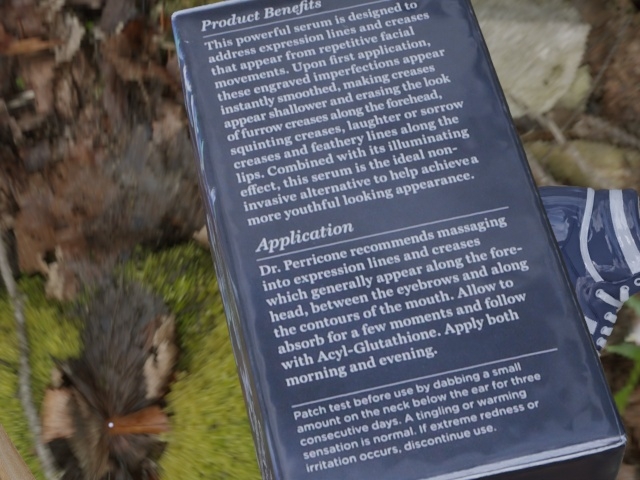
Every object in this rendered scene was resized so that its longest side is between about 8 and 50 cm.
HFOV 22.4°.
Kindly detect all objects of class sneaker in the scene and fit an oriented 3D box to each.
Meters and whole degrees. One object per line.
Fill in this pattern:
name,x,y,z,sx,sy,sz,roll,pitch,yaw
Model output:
sneaker,0.267,0.080,1.587,0.153,0.099,0.282,-5,105,8

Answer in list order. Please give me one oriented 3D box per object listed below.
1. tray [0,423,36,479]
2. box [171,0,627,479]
tray,-0.410,0.270,1.751,0.076,0.411,0.203,-30,83,-28
box,0.042,0.053,1.144,0.212,0.293,0.395,-12,57,-5
